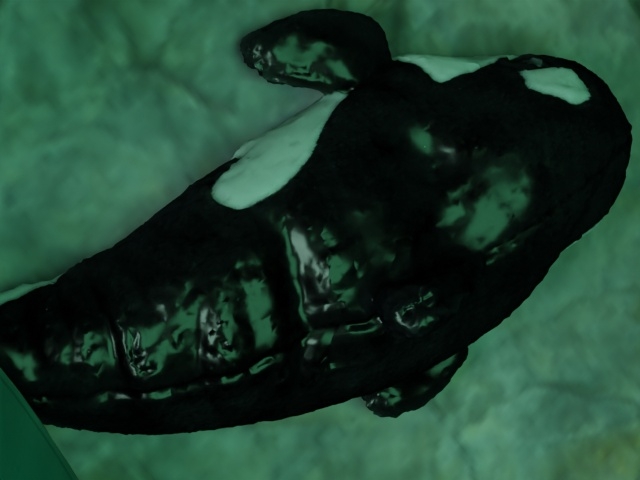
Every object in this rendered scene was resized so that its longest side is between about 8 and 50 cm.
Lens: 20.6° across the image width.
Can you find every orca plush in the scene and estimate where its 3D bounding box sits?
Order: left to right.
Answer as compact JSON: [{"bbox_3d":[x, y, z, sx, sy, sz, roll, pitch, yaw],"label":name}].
[{"bbox_3d":[0.000,0.000,0.584,0.287,0.102,0.151,-5,99,-27],"label":"orca plush"}]

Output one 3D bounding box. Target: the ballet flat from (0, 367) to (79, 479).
[{"bbox_3d":[-0.092,0.218,0.557,0.147,0.147,0.409,-33,110,-20],"label":"ballet flat"}]
